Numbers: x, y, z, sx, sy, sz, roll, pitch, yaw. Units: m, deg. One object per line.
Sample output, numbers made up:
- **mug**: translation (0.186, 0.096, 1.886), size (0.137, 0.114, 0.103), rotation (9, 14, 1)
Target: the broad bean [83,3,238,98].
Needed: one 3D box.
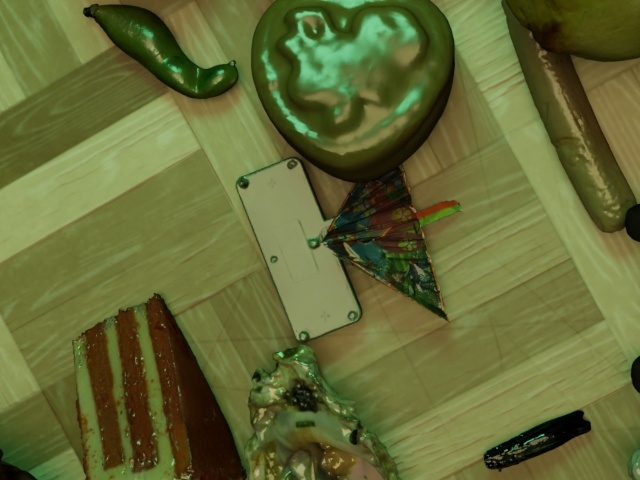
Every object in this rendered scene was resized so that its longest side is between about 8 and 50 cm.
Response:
- **broad bean**: translation (-0.200, -0.235, 1.355), size (0.213, 0.048, 0.070), rotation (29, 96, 4)

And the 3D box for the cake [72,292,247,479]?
- **cake**: translation (-0.222, 0.214, 1.326), size (0.158, 0.159, 0.262), rotation (-27, 88, 11)

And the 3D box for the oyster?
- **oyster**: translation (0.015, 0.292, 1.339), size (0.201, 0.107, 0.354), rotation (1, 106, 27)

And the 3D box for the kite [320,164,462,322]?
- **kite**: translation (0.088, -0.008, 1.312), size (0.183, 0.014, 0.241), rotation (-19, 83, -18)

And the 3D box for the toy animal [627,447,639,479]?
- **toy animal**: translation (0.523, 0.256, 1.238), size (0.325, 0.154, 0.208), rotation (-23, 84, 1)

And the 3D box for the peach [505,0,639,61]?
- **peach**: translation (0.330, -0.351, 1.155), size (0.315, 0.281, 0.314), rotation (-28, 91, -5)

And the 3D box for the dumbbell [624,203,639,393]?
- **dumbbell**: translation (0.414, 0.065, 1.237), size (0.140, 0.124, 0.225), rotation (-5, 101, -5)

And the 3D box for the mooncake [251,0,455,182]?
- **mooncake**: translation (0.036, -0.184, 1.277), size (0.235, 0.117, 0.235), rotation (-1, 76, 6)

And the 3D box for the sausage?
- **sausage**: translation (0.289, -0.150, 1.292), size (0.066, 0.066, 0.301), rotation (-23, 88, 8)

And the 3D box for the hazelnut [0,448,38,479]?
- **hazelnut**: translation (-0.493, 0.398, 1.284), size (0.409, 0.359, 0.359), rotation (-17, 91, -1)

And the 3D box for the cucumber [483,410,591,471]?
- **cucumber**: translation (0.259, 0.241, 1.328), size (0.135, 0.034, 0.033), rotation (-26, 85, 7)

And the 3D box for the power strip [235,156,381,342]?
- **power strip**: translation (0.000, 0.000, 1.336), size (0.145, 0.061, 0.215), rotation (-22, 91, 3)
